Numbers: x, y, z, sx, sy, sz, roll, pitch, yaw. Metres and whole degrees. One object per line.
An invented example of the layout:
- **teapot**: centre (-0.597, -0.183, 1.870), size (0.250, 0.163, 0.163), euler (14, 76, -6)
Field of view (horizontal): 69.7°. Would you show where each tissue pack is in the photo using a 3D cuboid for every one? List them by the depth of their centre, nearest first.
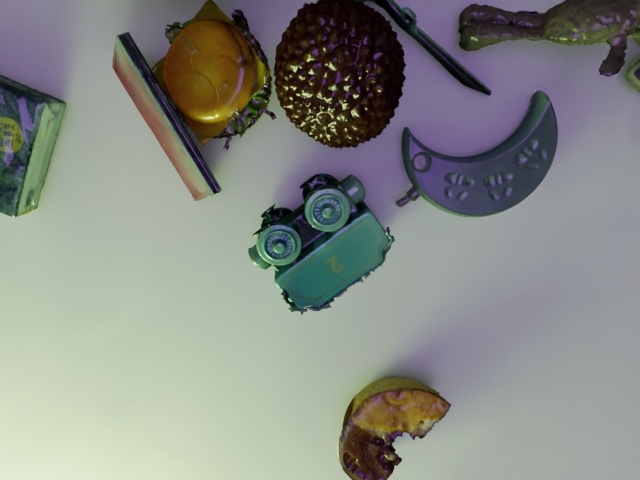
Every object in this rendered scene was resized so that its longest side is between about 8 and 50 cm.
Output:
- **tissue pack**: centre (-0.531, -0.168, 0.672), size (0.257, 0.081, 0.185), euler (22, 103, -7)

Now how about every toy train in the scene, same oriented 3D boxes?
- **toy train**: centre (0.000, 0.000, 0.701), size (0.203, 0.112, 0.163), euler (-36, 108, 10)

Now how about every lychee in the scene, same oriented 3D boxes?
- **lychee**: centre (0.030, -0.221, 0.600), size (0.188, 0.188, 0.188), euler (0, 105, 0)

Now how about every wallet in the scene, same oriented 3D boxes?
- **wallet**: centre (-0.222, -0.163, 0.658), size (0.025, 0.119, 0.232), euler (-35, 104, -24)

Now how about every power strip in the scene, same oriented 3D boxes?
- **power strip**: centre (0.231, -0.115, 0.696), size (0.253, 0.054, 0.167), euler (-17, 103, 4)

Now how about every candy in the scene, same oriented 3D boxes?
- **candy**: centre (0.124, -0.304, 0.646), size (0.323, 0.097, 0.097), euler (35, 102, -17)

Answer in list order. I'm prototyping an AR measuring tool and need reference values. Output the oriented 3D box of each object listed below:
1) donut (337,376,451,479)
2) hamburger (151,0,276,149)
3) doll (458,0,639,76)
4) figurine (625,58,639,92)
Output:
- **donut**: centre (0.109, 0.312, 0.792), size (0.141, 0.085, 0.217), euler (39, 101, -9)
- **hamburger**: centre (-0.141, -0.227, 0.639), size (0.164, 0.093, 0.189), euler (-28, 88, 20)
- **doll**: centre (0.349, -0.286, 0.611), size (0.286, 0.202, 0.091), euler (-21, 143, -3)
- **figurine**: centre (0.591, -0.238, 0.617), size (0.308, 0.143, 0.308), euler (5, 98, 34)
